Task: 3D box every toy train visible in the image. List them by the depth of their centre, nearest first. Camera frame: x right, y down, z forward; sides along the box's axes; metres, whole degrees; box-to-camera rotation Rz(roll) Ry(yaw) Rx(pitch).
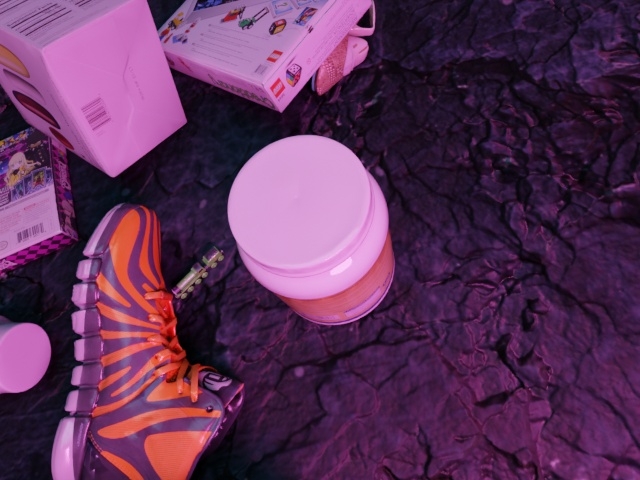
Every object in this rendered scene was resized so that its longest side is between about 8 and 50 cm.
[{"bbox_3d":[-0.157,0.041,0.566,0.017,0.024,0.083,41,82,22],"label":"toy train"}]

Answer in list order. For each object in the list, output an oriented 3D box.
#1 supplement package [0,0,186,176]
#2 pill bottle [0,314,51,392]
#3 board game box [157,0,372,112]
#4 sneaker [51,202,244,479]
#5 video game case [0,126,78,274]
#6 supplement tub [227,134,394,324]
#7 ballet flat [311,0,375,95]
[{"bbox_3d":[-0.326,-0.234,0.597,0.203,0.194,0.149,30,60,21],"label":"supplement package"},{"bbox_3d":[-0.439,0.143,0.542,0.179,0.108,0.108,-3,69,11],"label":"pill bottle"},{"bbox_3d":[-0.102,-0.306,0.628,0.305,0.053,0.193,33,80,37],"label":"board game box"},{"bbox_3d":[-0.169,0.119,0.494,0.179,0.124,0.322,2,84,8],"label":"sneaker"},{"bbox_3d":[-0.487,-0.049,0.661,0.231,0.042,0.210,-24,66,2],"label":"video game case"},{"bbox_3d":[0.000,0.000,0.452,0.144,0.200,0.145,-4,69,10],"label":"supplement tub"},{"bbox_3d":[0.041,-0.296,0.630,0.067,0.073,0.207,13,76,1],"label":"ballet flat"}]
